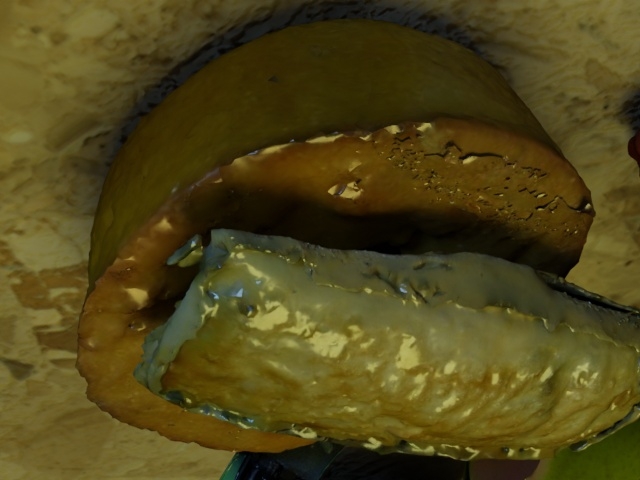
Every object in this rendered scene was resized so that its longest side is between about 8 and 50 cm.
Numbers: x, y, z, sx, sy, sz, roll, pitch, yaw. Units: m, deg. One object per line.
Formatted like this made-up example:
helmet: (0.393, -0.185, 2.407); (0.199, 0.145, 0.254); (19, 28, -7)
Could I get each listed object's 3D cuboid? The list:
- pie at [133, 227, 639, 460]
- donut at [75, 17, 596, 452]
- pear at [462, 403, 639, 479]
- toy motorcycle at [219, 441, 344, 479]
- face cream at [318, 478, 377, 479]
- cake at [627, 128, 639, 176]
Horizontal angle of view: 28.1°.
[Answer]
pie: (0.044, 0.056, 0.625); (0.282, 0.068, 0.129); (13, 134, -28)
donut: (0.002, -0.001, 0.681); (0.277, 0.108, 0.278); (-10, 143, -7)
pear: (0.215, 0.181, 0.935); (0.219, 0.187, 0.187); (22, 132, -22)
toy motorcycle: (-0.022, 0.137, 0.821); (0.058, 0.173, 0.100); (32, 130, 5)
face cream: (0.049, 0.291, 1.010); (0.187, 0.201, 0.201); (6, 139, -27)
cake: (0.358, 0.047, 0.734); (0.269, 0.270, 0.319); (-21, 144, 9)
